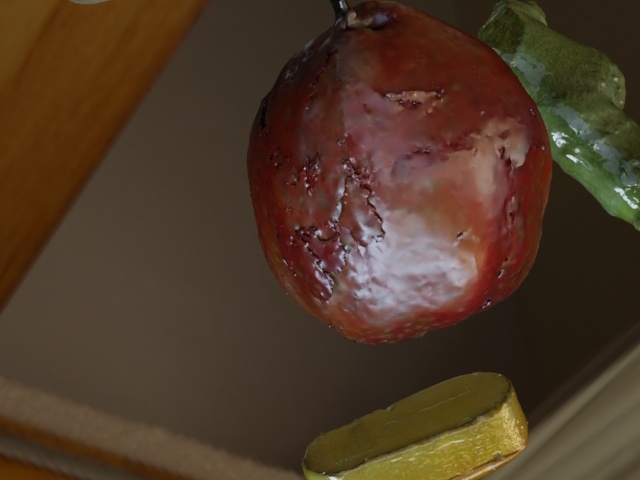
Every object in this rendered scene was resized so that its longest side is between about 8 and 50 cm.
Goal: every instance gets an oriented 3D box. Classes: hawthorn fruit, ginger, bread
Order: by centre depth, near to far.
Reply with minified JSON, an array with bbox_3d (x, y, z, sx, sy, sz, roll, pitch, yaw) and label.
[{"bbox_3d":[0.033,-0.053,0.913,0.181,0.181,0.235,-85,-22,-51],"label":"hawthorn fruit"},{"bbox_3d":[0.251,-0.109,1.469,0.290,0.089,0.137,48,-149,15],"label":"ginger"},{"bbox_3d":[0.104,0.224,1.711,0.102,0.245,0.094,-132,21,-68],"label":"bread"}]

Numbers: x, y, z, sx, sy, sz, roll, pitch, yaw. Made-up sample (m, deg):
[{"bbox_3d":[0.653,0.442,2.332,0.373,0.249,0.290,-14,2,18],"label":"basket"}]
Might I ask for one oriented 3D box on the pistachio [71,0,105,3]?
[{"bbox_3d":[-0.178,-0.291,1.461,0.126,0.185,0.108,16,-154,-38],"label":"pistachio"}]
